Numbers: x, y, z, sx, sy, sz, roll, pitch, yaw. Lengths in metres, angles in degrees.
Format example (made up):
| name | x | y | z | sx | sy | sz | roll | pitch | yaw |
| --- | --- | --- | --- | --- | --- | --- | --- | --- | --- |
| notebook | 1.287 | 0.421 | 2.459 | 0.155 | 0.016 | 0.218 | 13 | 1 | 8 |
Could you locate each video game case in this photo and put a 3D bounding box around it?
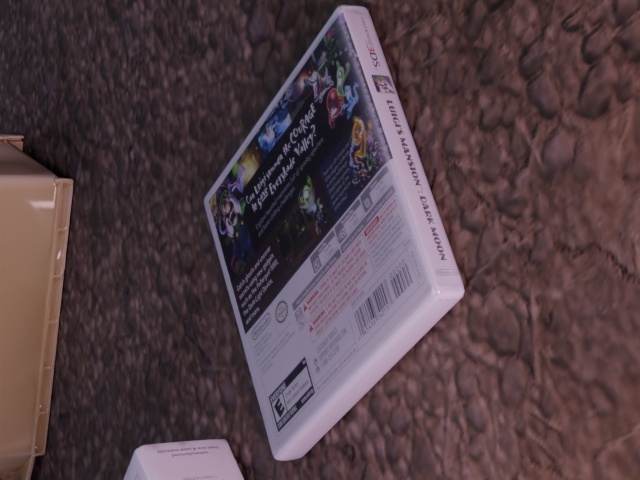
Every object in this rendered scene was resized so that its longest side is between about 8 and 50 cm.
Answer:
| name | x | y | z | sx | sy | sz | roll | pitch | yaw |
| --- | --- | --- | --- | --- | --- | --- | --- | --- | --- |
| video game case | 0.000 | 0.000 | 0.883 | 0.190 | 0.022 | 0.173 | -51 | 49 | 48 |

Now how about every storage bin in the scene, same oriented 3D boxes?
| name | x | y | z | sx | sy | sz | roll | pitch | yaw |
| --- | --- | --- | --- | --- | --- | --- | --- | --- | --- |
| storage bin | -0.335 | 0.058 | 1.219 | 0.123 | 0.262 | 0.260 | 28 | 114 | 54 |

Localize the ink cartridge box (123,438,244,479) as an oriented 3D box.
| name | x | y | z | sx | sy | sz | roll | pitch | yaw |
| --- | --- | --- | --- | --- | --- | --- | --- | --- | --- |
| ink cartridge box | -0.071 | 0.208 | 0.962 | 0.150 | 0.063 | 0.109 | 61 | 140 | 39 |
